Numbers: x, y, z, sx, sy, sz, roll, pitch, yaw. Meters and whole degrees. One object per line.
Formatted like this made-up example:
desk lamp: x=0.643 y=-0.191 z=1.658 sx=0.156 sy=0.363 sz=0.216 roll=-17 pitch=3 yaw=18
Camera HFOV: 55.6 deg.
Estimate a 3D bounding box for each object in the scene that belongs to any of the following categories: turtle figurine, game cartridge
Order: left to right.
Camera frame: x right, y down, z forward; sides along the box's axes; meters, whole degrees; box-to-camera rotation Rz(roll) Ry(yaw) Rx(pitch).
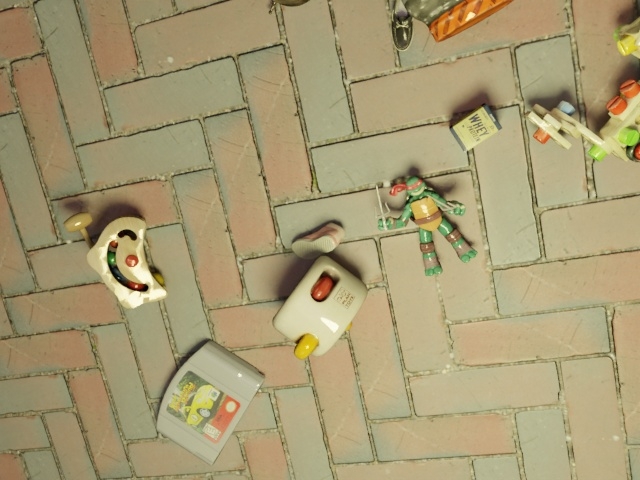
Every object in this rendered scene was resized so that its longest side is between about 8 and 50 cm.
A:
game cartridge: x=-0.284 y=0.399 z=1.500 sx=0.196 sy=0.060 sz=0.294 roll=32 pitch=109 yaw=7
turtle figurine: x=0.219 y=-0.047 z=1.238 sx=0.175 sy=0.118 sz=0.234 roll=-18 pitch=115 yaw=31

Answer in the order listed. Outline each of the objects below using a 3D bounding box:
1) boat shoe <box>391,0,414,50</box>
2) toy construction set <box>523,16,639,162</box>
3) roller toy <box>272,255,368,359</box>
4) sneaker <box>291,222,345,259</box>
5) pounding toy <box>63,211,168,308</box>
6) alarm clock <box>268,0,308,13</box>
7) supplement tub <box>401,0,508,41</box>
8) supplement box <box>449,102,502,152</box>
boat shoe: x=0.163 y=-0.438 z=1.191 sx=0.046 sy=0.038 sz=0.125 roll=9 pitch=106 yaw=11
toy construction set: x=0.544 y=-0.268 z=1.089 sx=0.215 sy=0.151 sz=0.328 roll=33 pitch=119 yaw=-23
roller toy: x=0.004 y=0.144 z=1.291 sx=0.146 sy=0.209 sz=0.191 roll=36 pitch=103 yaw=1
sneaker: x=0.000 y=0.000 z=1.340 sx=0.134 sy=0.070 sz=0.051 roll=-15 pitch=111 yaw=45
pounding toy: x=-0.459 y=0.023 z=1.434 sx=0.154 sy=0.155 sz=0.269 roll=-36 pitch=105 yaw=-10
alarm clock: x=-0.045 y=-0.545 z=1.202 sx=0.192 sy=0.064 sz=0.129 roll=-25 pitch=97 yaw=14
supplement tub: x=0.202 y=-0.542 z=1.067 sx=0.207 sy=0.207 sz=0.337 roll=-26 pitch=97 yaw=17
supplement box: x=0.303 y=-0.222 z=1.190 sx=0.083 sy=0.083 sz=0.056 roll=-34 pitch=96 yaw=17
